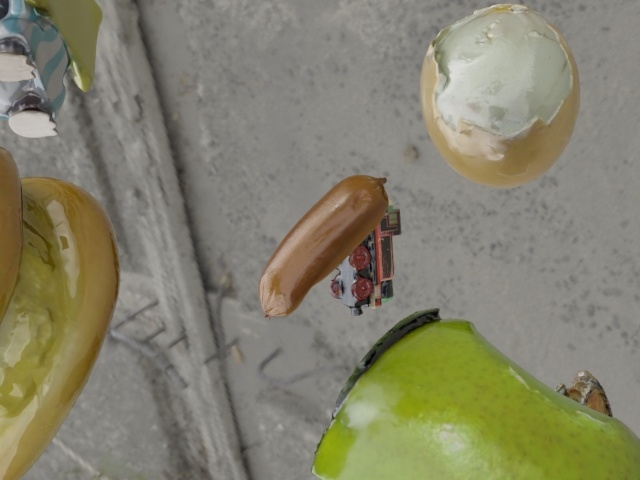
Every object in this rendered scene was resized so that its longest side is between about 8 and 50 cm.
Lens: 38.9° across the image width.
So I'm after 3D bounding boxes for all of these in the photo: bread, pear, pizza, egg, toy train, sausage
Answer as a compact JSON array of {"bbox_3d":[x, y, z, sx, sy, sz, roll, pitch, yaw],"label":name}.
[{"bbox_3d":[-0.298,0.057,0.653,0.270,0.316,0.211,28,157,-9],"label":"bread"},{"bbox_3d":[0.157,0.182,0.683,0.292,0.159,0.292,33,172,5],"label":"pear"},{"bbox_3d":[0.251,0.248,1.003,0.052,0.195,0.185,24,139,50],"label":"pizza"},{"bbox_3d":[0.232,-0.174,1.166,0.201,0.201,0.244,25,149,34],"label":"egg"},{"bbox_3d":[0.055,0.017,1.071,0.050,0.087,0.138,7,102,55],"label":"toy train"},{"bbox_3d":[0.000,0.000,0.885,0.062,0.183,0.054,39,170,43],"label":"sausage"}]

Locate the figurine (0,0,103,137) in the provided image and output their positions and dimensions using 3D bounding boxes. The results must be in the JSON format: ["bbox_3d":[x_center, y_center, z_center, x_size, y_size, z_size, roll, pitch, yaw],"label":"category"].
[{"bbox_3d":[-0.560,-0.307,1.395,0.377,0.361,0.266,-7,134,7],"label":"figurine"}]
